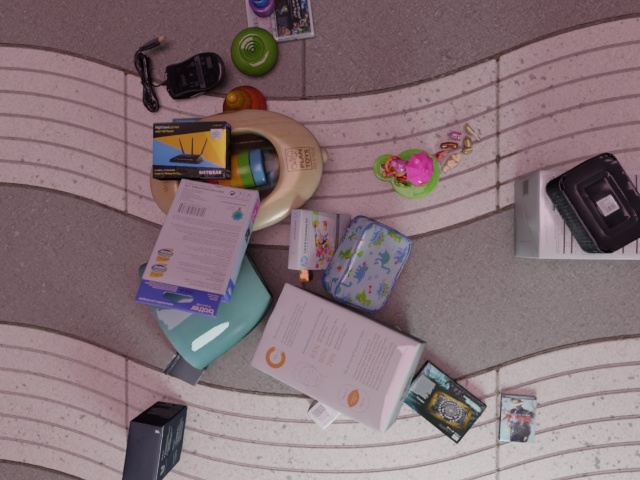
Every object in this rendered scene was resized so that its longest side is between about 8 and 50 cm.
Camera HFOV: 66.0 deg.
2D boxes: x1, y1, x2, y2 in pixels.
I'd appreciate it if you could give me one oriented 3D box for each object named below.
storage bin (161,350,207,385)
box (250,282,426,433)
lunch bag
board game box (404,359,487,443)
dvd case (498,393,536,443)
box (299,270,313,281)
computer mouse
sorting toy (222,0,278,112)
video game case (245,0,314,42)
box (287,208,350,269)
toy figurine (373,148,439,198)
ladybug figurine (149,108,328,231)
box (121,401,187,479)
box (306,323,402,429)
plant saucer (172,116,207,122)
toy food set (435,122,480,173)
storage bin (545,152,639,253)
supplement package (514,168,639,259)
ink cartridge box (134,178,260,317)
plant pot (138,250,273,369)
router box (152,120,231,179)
[{"bbox_3d":[-0.346,0.325,1.293,0.091,0.135,0.098,34,94,-4],"label":"storage bin"},{"bbox_3d":[0.047,0.269,1.177,0.346,0.168,0.214,22,87,20],"label":"box"},{"bbox_3d":[0.118,0.062,1.226,0.176,0.090,0.218,22,96,-31],"label":"lunch bag"},{"bbox_3d":[0.313,0.414,1.267,0.186,0.026,0.126,38,94,5],"label":"board game box"},{"bbox_3d":[0.501,0.453,1.253,0.087,0.013,0.119,4,90,6],"label":"dvd case"},{"bbox_3d":[-0.040,0.036,1.277,0.028,0.081,0.136,-4,89,7],"label":"box"},{"bbox_3d":[-0.376,-0.467,1.327,0.262,0.060,0.183,-16,93,18],"label":"computer mouse"},{"bbox_3d":[-0.186,-0.472,1.249,0.127,0.126,0.364,12,94,7],"label":"sorting toy"},{"bbox_3d":[-0.112,-0.624,1.313,0.173,0.022,0.190,-7,89,7],"label":"video game case"},{"bbox_3d":[0.000,0.000,1.228,0.038,0.186,0.145,4,90,43],"label":"box"},{"bbox_3d":[0.213,-0.179,1.209,0.173,0.159,0.130,15,92,7],"label":"toy figurine"},{"bbox_3d":[-0.199,-0.168,1.253,0.450,0.162,0.304,-7,88,7],"label":"ladybug figurine"},{"bbox_3d":[-0.428,0.524,1.285,0.093,0.158,0.155,8,91,6],"label":"box"},{"bbox_3d":[0.101,0.352,1.272,0.067,0.063,0.324,45,95,4],"label":"box"},{"bbox_3d":[-0.308,-0.300,1.338,0.192,0.018,0.067,-1,90,5],"label":"plant saucer"},{"bbox_3d":[0.344,-0.239,1.266,0.122,0.019,0.078,-40,86,13],"label":"toy food set"},{"bbox_3d":[0.567,-0.073,1.006,0.122,0.084,0.180,-31,85,5],"label":"storage bin"},{"bbox_3d":[0.612,-0.056,1.144,0.263,0.199,0.197,0,90,6],"label":"supplement package"},{"bbox_3d":[-0.262,0.016,1.084,0.186,0.065,0.310,10,61,7],"label":"ink cartridge box"},{"bbox_3d":[-0.259,0.126,1.210,0.235,0.293,0.292,-31,87,-5],"label":"plant pot"},{"bbox_3d":[-0.302,-0.209,1.161,0.179,0.046,0.133,0,89,7],"label":"router box"}]
